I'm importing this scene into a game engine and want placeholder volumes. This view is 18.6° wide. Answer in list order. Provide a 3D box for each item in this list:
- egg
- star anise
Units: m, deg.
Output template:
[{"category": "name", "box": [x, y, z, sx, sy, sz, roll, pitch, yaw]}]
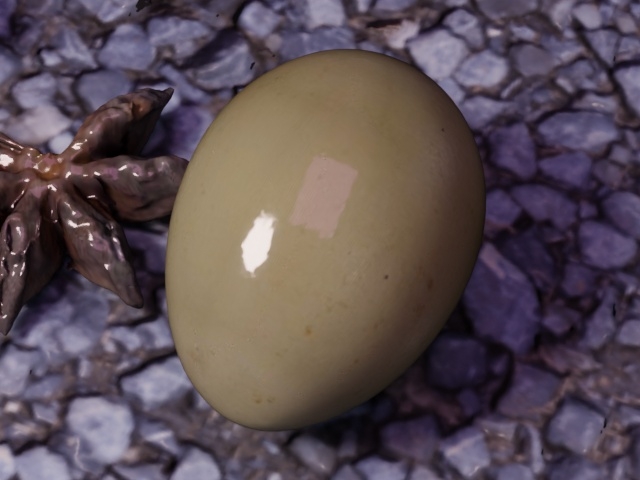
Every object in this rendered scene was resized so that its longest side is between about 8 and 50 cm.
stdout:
[{"category": "egg", "box": [0.000, 0.000, 1.210, 0.189, 0.188, 0.253, 21, 72, 10]}, {"category": "star anise", "box": [-0.170, -0.027, 1.290, 0.208, 0.063, 0.171, -7, 62, -7]}]
